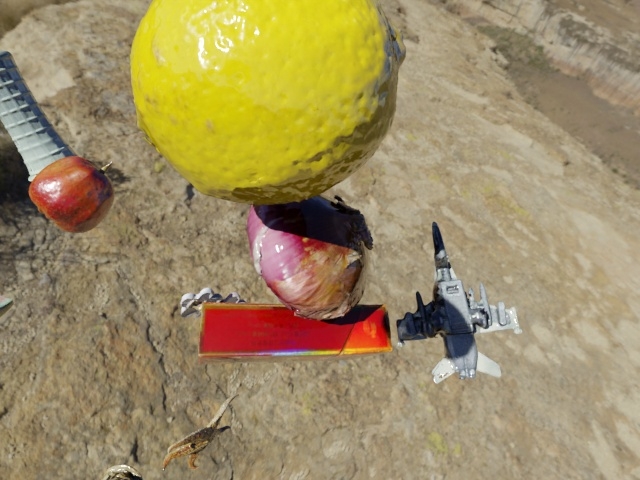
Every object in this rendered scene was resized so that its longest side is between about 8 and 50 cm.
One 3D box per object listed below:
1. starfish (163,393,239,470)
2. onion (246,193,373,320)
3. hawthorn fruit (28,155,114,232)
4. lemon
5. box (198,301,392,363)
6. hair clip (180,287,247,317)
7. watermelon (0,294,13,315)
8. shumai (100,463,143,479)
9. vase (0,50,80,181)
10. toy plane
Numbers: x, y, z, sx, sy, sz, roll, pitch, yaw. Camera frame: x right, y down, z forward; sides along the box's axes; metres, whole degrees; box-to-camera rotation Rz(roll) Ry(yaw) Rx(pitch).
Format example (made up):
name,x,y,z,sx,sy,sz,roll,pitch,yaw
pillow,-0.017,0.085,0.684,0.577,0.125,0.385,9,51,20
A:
name,x,y,z,sx,sy,sz,roll,pitch,yaw
starfish,-0.292,0.490,1.036,0.057,0.213,0.238,39,77,24
onion,0.000,0.000,0.625,0.229,0.163,0.230,29,40,-28
hawthorn fruit,-0.587,-0.125,1.000,0.179,0.179,0.200,36,78,15
lemon,-0.062,-0.164,0.436,0.310,0.254,0.254,-12,42,9
box,-0.056,0.172,0.735,0.313,0.197,0.089,2,69,-16
hair clip,-0.362,0.225,1.399,0.075,0.146,0.257,48,16,27
watermelon,-0.927,0.202,1.071,0.146,0.129,0.231,6,17,19
shumai,-0.548,0.673,1.084,0.145,0.116,0.146,-2,76,9
vase,-0.766,-0.316,1.055,0.143,0.299,0.143,-14,29,8
toy plane,0.209,0.088,0.660,0.192,0.088,0.262,-9,78,5
